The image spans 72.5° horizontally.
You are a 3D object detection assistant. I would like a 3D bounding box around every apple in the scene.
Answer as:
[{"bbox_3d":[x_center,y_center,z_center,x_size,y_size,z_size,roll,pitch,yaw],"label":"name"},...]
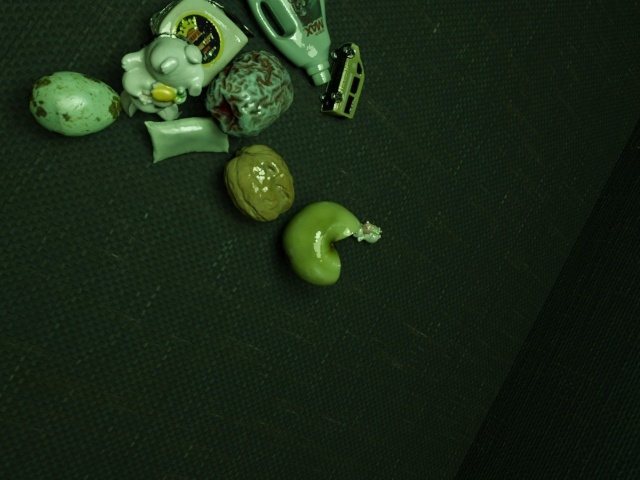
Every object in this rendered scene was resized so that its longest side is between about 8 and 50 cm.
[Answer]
[{"bbox_3d":[-0.018,-0.005,1.543,0.233,0.258,0.295,35,79,-27],"label":"apple"}]

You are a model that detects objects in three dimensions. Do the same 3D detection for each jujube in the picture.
[{"bbox_3d":[-0.213,-0.450,1.342,0.226,0.226,0.317,62,39,-22],"label":"jujube"}]

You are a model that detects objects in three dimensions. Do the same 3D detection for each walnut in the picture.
[{"bbox_3d":[-0.194,-0.184,1.441,0.257,0.257,0.224,49,44,-26],"label":"walnut"}]

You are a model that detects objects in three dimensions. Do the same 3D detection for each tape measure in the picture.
[{"bbox_3d":[-0.370,-0.624,1.319,0.271,0.133,0.231,-50,125,-10],"label":"tape measure"}]

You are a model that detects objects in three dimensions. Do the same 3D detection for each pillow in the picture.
[{"bbox_3d":[-0.411,-0.320,1.373,0.254,0.078,0.144,-15,143,-26],"label":"pillow"}]

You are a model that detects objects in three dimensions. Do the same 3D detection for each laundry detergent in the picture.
[{"bbox_3d":[-0.079,-0.713,1.458,0.264,0.124,0.398,-33,115,-21],"label":"laundry detergent"}]

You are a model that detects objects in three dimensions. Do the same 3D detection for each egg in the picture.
[{"bbox_3d":[-0.661,-0.370,1.190,0.231,0.169,0.169,-17,107,-38],"label":"egg"}]

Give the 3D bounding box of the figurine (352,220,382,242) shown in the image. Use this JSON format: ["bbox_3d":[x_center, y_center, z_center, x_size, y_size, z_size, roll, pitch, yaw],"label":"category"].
[{"bbox_3d":[0.167,-0.049,1.731,0.146,0.081,0.098,21,126,-28],"label":"figurine"}]

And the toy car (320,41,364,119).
[{"bbox_3d":[0.090,-0.573,1.582,0.124,0.101,0.257,14,94,-34],"label":"toy car"}]

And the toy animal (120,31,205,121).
[{"bbox_3d":[-0.446,-0.443,1.221,0.208,0.325,0.154,4,76,-27],"label":"toy animal"}]
